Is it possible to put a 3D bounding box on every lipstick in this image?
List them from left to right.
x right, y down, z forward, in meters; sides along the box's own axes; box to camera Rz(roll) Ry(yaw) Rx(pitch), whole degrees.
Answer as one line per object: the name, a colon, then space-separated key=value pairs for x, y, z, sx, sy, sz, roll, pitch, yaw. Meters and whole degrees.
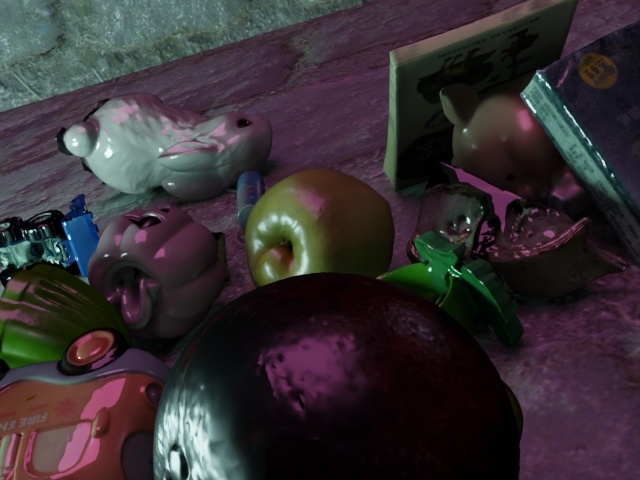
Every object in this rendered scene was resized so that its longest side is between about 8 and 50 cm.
lipstick: x=-0.114 y=-0.066 z=1.611 sx=0.048 sy=0.048 sz=0.158 roll=-16 pitch=24 yaw=2

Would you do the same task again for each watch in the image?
watch: x=0.113 y=0.079 z=1.060 sx=0.152 sy=0.131 sz=0.165 roll=-34 pitch=28 yaw=-11

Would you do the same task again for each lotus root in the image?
lotus root: x=-0.295 y=0.134 z=1.187 sx=0.186 sy=0.186 sz=0.186 roll=-14 pitch=24 yaw=6

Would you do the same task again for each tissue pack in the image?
tissue pack: x=0.385 y=-0.121 z=1.162 sx=0.185 sy=0.257 sz=0.081 roll=-28 pitch=-13 yaw=-18

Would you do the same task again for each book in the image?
book: x=0.216 y=-0.202 z=1.389 sx=0.260 sy=0.043 sz=0.371 roll=-21 pitch=-21 yaw=-4

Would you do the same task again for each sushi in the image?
sushi: x=0.213 y=0.020 z=1.145 sx=0.273 sy=0.134 sz=0.109 roll=26 pitch=60 yaw=38

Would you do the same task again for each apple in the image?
apple: x=0.000 y=0.000 z=1.228 sx=0.200 sy=0.200 sz=0.200 roll=-14 pitch=24 yaw=6

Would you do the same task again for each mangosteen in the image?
mangosteen: x=0.026 y=0.163 z=0.738 sx=0.300 sy=0.300 sz=0.300 roll=-14 pitch=24 yaw=6

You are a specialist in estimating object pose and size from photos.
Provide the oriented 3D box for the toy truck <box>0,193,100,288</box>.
toy truck: x=-0.432 y=0.003 z=1.596 sx=0.208 sy=0.113 sz=0.126 roll=-8 pitch=24 yaw=18

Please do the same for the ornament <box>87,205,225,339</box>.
ornament: x=-0.219 y=0.046 z=1.282 sx=0.177 sy=0.177 sz=0.177 roll=-14 pitch=24 yaw=6

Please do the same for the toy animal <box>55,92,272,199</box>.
toy animal: x=-0.271 y=-0.172 z=1.804 sx=0.357 sy=0.194 sz=0.258 roll=7 pitch=23 yaw=29

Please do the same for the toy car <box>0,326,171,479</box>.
toy car: x=-0.249 y=0.226 z=0.922 sx=0.270 sy=0.181 sz=0.212 roll=-14 pitch=34 yaw=9

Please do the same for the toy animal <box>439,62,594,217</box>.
toy animal: x=0.315 y=-0.130 z=1.319 sx=0.256 sy=0.195 sz=0.213 roll=-22 pitch=60 yaw=-2

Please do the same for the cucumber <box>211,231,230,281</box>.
cucumber: x=-0.231 y=0.027 z=1.459 sx=0.241 sy=0.074 sz=0.074 roll=-2 pitch=28 yaw=33
